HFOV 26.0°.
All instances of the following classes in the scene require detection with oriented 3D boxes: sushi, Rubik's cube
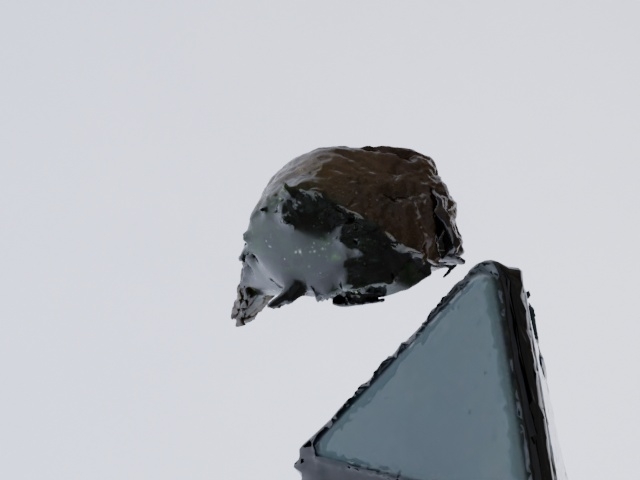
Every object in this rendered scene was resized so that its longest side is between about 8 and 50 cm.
[{"bbox_3d":[0.000,0.000,1.226,0.149,0.287,0.140,31,-128,-47],"label":"sushi"},{"bbox_3d":[-0.024,0.205,0.374,0.250,0.234,0.284,-84,-20,-61],"label":"Rubik's cube"}]
